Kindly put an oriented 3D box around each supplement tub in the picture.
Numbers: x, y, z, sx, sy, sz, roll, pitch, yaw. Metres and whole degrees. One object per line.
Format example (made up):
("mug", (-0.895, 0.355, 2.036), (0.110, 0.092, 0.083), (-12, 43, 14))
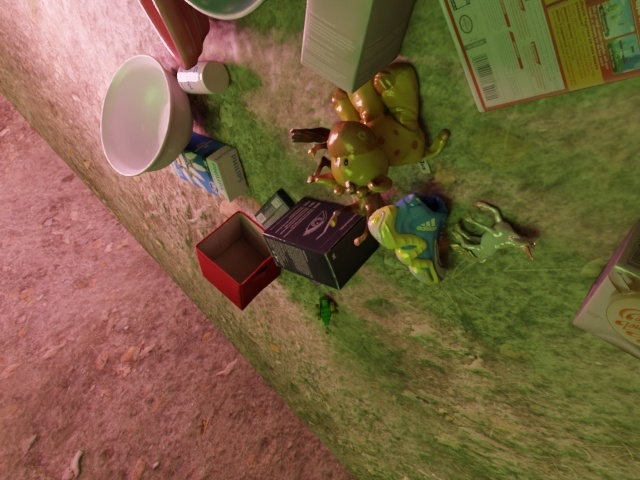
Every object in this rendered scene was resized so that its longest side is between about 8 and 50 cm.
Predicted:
("supplement tub", (-0.259, -0.359, 0.984), (0.107, 0.071, 0.071), (17, 140, 42))

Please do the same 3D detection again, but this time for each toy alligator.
("toy alligator", (0.014, 0.221, 1.374), (0.190, 0.056, 0.051), (84, 176, -50))

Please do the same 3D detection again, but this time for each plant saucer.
("plant saucer", (-0.293, -0.473, 0.781), (0.332, 0.084, 0.332), (56, 172, 12))

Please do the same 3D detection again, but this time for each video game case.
("video game case", (0.262, -0.256, 0.461), (0.285, 0.025, 0.204), (2, 129, 53))
("video game case", (-0.057, 0.002, 1.216), (0.274, 0.026, 0.196), (49, 151, -6))

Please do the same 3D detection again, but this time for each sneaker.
("sneaker", (0.194, -0.004, 0.805), (0.240, 0.126, 0.091), (33, -156, -44))

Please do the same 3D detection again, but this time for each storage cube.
("storage cube", (-0.247, 0.063, 1.383), (0.215, 0.183, 0.193), (37, 152, 15))

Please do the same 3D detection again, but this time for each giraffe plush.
("giraffe plush", (0.073, -0.147, 0.699), (0.210, 0.170, 0.181), (51, 151, -8))

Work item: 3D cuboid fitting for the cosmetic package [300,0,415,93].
("cosmetic package", (0.058, -0.321, 0.549), (0.107, 0.127, 0.238), (36, 148, 17))

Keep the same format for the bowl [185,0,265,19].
("bowl", (-0.094, -0.451, 0.532), (0.311, 0.163, 0.312), (30, 142, 27))

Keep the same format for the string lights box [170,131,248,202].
("string lights box", (-0.326, -0.217, 1.244), (0.259, 0.076, 0.134), (26, 144, 33))

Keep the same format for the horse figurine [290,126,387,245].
("horse figurine", (0.052, -0.107, 0.821), (0.066, 0.174, 0.264), (-24, 99, 41))

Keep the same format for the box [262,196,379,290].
("box", (0.000, 0.000, 1.002), (0.207, 0.153, 0.108), (18, 141, 42))

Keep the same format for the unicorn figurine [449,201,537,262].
("unicorn figurine", (0.280, -0.006, 0.730), (0.111, 0.060, 0.162), (41, 167, 10))

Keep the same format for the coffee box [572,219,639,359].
("coffee box", (0.475, 0.102, 0.548), (0.246, 0.098, 0.141), (32, 148, 26))

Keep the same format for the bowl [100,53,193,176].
("bowl", (-0.423, -0.305, 1.147), (0.297, 0.134, 0.298), (-1, 88, 35))
